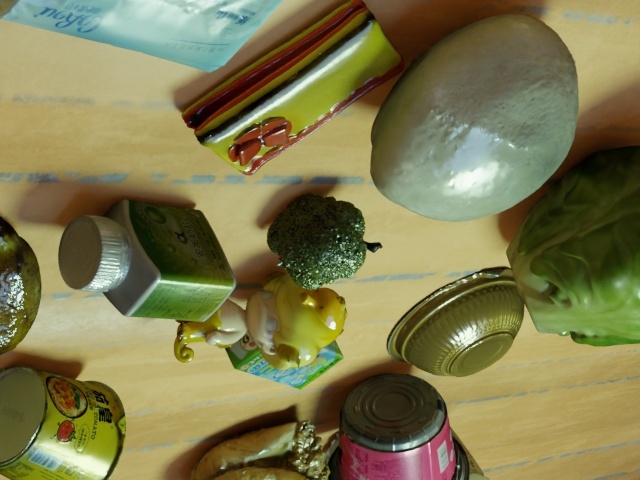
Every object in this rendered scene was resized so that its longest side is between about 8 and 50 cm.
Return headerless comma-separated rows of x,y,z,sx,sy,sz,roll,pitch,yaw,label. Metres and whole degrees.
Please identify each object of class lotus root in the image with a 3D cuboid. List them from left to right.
-0.372,0.055,1.495,0.108,0.094,0.190,-49,169,-50,lotus root

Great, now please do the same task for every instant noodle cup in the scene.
-0.375,0.255,1.737,0.182,0.182,0.144,-36,141,14,instant noodle cup
0.132,0.351,2.258,0.258,0.302,0.181,-15,128,-13,instant noodle cup
0.254,0.163,2.201,0.274,0.090,0.274,-22,151,-13,instant noodle cup

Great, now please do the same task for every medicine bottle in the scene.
-0.210,0.023,1.533,0.188,0.132,0.088,7,136,-46,medicine bottle

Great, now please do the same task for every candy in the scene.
-0.056,0.165,1.968,0.097,0.062,0.194,-37,149,17,candy
0.195,-0.140,1.533,0.295,0.185,0.295,-36,153,-22,candy

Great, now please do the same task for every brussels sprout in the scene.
0.449,0.019,1.939,0.355,0.289,0.281,-26,139,23,brussels sprout

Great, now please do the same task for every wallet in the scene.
-0.022,-0.164,1.463,0.241,0.067,0.141,-34,153,9,wallet

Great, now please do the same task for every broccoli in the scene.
0.000,0.000,1.708,0.131,0.130,0.120,-46,-174,2,broccoli

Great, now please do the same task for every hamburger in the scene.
-0.110,0.419,2.253,0.243,0.146,0.286,16,136,-44,hamburger

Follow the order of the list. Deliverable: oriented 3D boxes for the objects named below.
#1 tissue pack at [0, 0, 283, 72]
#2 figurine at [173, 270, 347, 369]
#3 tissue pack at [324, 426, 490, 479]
-0.151,-0.254,1.185,0.263,0.089,0.177,10,135,-47,tissue pack
-0.079,0.115,1.791,0.246,0.156,0.131,3,145,-16,figurine
0.163,0.432,2.439,0.257,0.215,0.123,-11,137,-29,tissue pack
